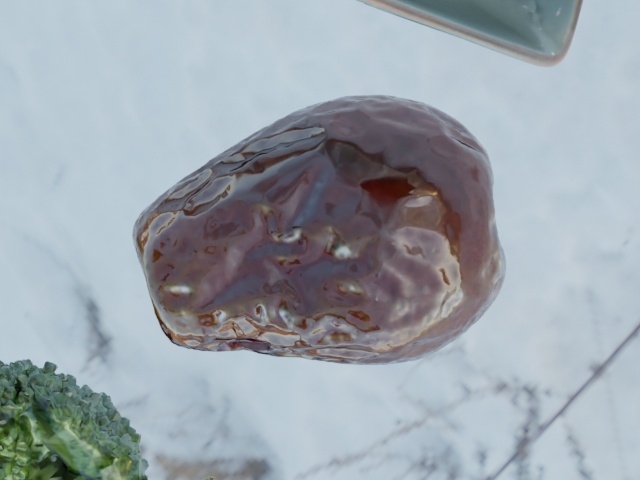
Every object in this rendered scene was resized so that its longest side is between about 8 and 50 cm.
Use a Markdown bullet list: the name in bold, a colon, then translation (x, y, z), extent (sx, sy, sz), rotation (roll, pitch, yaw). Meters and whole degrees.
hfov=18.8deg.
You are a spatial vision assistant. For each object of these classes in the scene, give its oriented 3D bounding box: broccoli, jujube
- **broccoli**: translation (-0.371, 0.231, 1.841), extent (0.277, 0.317, 0.338), rotation (7, 153, 44)
- **jujube**: translation (0.000, 0.000, 1.346), extent (0.255, 0.190, 0.190), rotation (-14, 110, -2)

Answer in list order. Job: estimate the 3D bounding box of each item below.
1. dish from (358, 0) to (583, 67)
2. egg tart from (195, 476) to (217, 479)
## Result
- **dish**: translation (0.034, -0.184, 0.948), extent (0.064, 0.234, 0.154), rotation (6, 83, 52)
- **egg tart**: translation (-0.135, 0.328, 1.886), extent (0.090, 0.212, 0.212), rotation (36, 135, -20)
